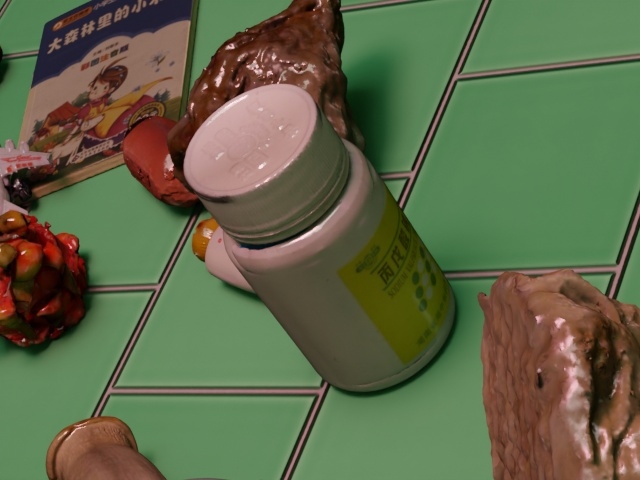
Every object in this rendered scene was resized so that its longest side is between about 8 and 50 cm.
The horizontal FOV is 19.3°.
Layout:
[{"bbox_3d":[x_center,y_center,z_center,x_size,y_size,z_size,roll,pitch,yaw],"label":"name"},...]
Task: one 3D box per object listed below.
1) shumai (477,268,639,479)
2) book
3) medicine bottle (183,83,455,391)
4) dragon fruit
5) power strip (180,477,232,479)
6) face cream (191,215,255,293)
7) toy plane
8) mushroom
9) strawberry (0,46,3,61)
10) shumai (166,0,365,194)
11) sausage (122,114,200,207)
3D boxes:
[{"bbox_3d":[0.260,0.160,1.298,0.263,0.267,0.314,-4,71,-6],"label":"shumai"},{"bbox_3d":[-0.242,-0.187,2.144,0.228,0.018,0.322,-20,41,20],"label":"book"},{"bbox_3d":[0.000,0.000,1.565,0.143,0.258,0.143,-21,41,19],"label":"medicine bottle"},{"bbox_3d":[-0.298,0.033,1.869,0.150,0.207,0.133,25,77,3],"label":"dragon fruit"},{"bbox_3d":[-0.120,0.301,1.435,0.168,0.054,0.253,9,79,24],"label":"power strip"},{"bbox_3d":[-0.049,0.017,1.753,0.182,0.051,0.072,19,67,48],"label":"face cream"},{"bbox_3d":[-0.356,-0.066,2.043,0.162,0.065,0.171,-29,39,13],"label":"toy plane"},{"bbox_3d":[-0.160,0.238,1.577,0.096,0.108,0.247,-9,36,-19],"label":"mushroom"},{"bbox_3d":[-0.435,-0.218,2.264,0.106,0.106,0.106,-21,40,19],"label":"strawberry"},{"bbox_3d":[-0.017,-0.107,1.804,0.185,0.184,0.218,41,64,17],"label":"shumai"},{"bbox_3d":[-0.154,-0.081,1.923,0.076,0.076,0.141,-40,38,-4],"label":"sausage"}]
